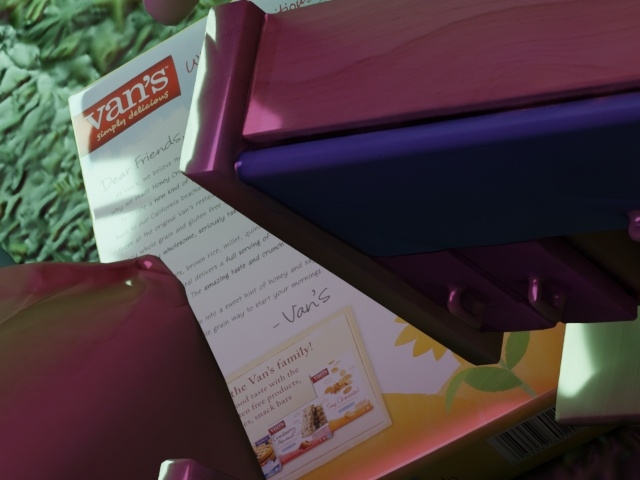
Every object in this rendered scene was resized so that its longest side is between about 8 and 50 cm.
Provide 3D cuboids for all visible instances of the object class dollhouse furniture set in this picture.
[{"bbox_3d":[0.094,0.115,0.457,0.198,0.286,0.303,-6,65,35],"label":"dollhouse furniture set"}]

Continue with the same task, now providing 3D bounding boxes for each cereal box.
[{"bbox_3d":[0.000,0.000,0.756,0.173,0.047,0.240,-28,51,16],"label":"cereal box"}]

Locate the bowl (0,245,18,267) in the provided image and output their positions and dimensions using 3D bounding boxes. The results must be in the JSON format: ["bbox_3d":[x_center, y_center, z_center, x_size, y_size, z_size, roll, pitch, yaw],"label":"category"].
[{"bbox_3d":[-0.255,0.102,0.735,0.311,0.163,0.311,-5,74,18],"label":"bowl"}]

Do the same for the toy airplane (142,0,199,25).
[{"bbox_3d":[0.090,-0.199,0.661,0.384,0.272,0.386,9,52,26],"label":"toy airplane"}]

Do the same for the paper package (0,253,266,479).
[{"bbox_3d":[-0.119,0.219,0.468,0.168,0.309,0.325,-5,28,37],"label":"paper package"}]
